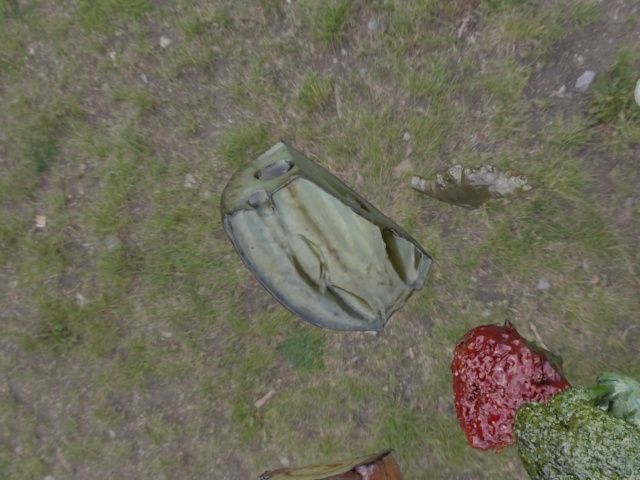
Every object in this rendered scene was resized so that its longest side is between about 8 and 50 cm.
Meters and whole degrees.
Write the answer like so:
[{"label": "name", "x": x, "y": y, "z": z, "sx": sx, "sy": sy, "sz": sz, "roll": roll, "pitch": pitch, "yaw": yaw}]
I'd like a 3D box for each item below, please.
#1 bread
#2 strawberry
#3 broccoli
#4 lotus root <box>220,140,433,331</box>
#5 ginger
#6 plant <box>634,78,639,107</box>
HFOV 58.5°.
[{"label": "bread", "x": 0.014, "y": 0.392, "z": 0.855, "sx": 0.244, "sy": 0.190, "sz": 0.122, "roll": -23, "pitch": 74, "yaw": 37}, {"label": "strawberry", "x": 0.284, "y": 0.233, "z": 0.901, "sx": 0.184, "sy": 0.187, "sz": 0.201, "roll": 24, "pitch": 84, "yaw": 11}, {"label": "broccoli", "x": 0.218, "y": 0.162, "z": 0.447, "sx": 0.130, "sy": 0.131, "sz": 0.120, "roll": 22, "pitch": 59, "yaw": 32}, {"label": "lotus root", "x": 0.000, "y": -0.003, "z": 0.848, "sx": 0.210, "sy": 0.142, "sz": 0.314, "roll": -44, "pitch": 116, "yaw": 0}, {"label": "ginger", "x": 0.335, "y": -0.118, "z": 1.305, "sx": 0.166, "sy": 0.333, "sz": 0.080, "roll": 30, "pitch": 76, "yaw": -14}, {"label": "plant", "x": 0.492, "y": -0.217, "z": 0.762, "sx": 0.117, "sy": 0.122, "sz": 0.104, "roll": -27, "pitch": 54, "yaw": -3}]
